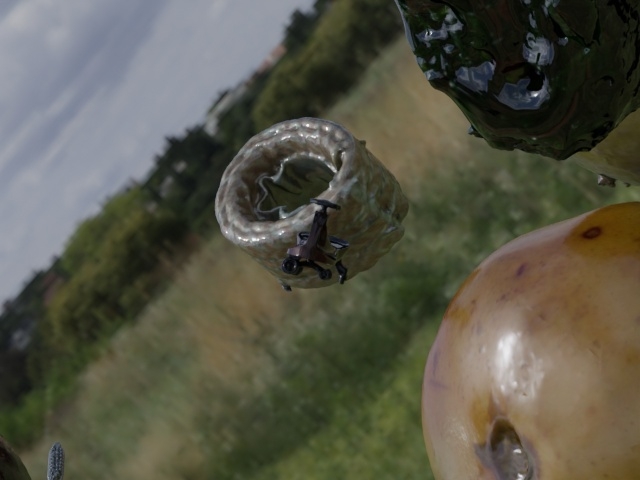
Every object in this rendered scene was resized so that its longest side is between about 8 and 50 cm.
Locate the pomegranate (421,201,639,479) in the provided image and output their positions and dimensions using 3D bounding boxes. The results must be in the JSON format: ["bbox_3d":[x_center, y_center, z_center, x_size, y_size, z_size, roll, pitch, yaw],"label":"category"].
[{"bbox_3d":[0.304,0.163,1.484,0.417,0.416,0.416,-49,1,1],"label":"pomegranate"}]

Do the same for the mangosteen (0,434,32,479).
[{"bbox_3d":[-0.414,0.282,1.493,0.297,0.297,0.293,132,154,-61],"label":"mangosteen"}]

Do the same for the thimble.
[{"bbox_3d":[-0.011,-0.048,2.044,0.229,0.148,0.196,-17,52,32],"label":"thimble"}]

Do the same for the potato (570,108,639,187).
[{"bbox_3d":[0.317,-0.235,1.556,0.319,0.442,0.385,-42,21,21],"label":"potato"}]

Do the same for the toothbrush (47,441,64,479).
[{"bbox_3d":[-0.168,0.203,0.989,0.014,0.011,0.167,103,167,-59],"label":"toothbrush"}]

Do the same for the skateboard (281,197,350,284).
[{"bbox_3d":[0.000,0.000,1.603,0.151,0.067,0.080,12,-86,-86],"label":"skateboard"}]

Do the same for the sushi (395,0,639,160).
[{"bbox_3d":[0.098,-0.152,0.802,0.124,0.225,0.127,-1,32,42],"label":"sushi"}]
